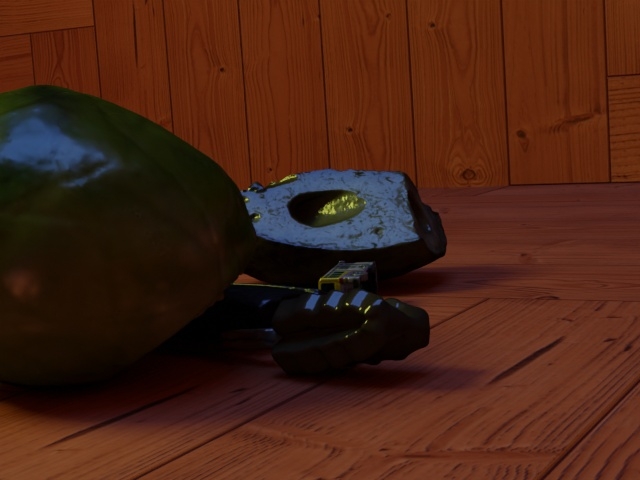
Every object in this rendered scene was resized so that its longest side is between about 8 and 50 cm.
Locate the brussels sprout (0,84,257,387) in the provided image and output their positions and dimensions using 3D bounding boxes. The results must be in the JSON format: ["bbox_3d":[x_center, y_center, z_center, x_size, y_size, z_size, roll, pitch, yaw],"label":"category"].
[{"bbox_3d":[-0.225,0.003,1.068,0.344,0.268,0.344,18,2,-1],"label":"brussels sprout"}]

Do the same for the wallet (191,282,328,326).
[{"bbox_3d":[-0.144,0.065,1.260,0.321,0.044,0.170,2,-2,31],"label":"wallet"}]

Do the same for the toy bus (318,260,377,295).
[{"bbox_3d":[0.032,0.055,1.314,0.058,0.052,0.102,-1,9,13],"label":"toy bus"}]

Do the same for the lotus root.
[{"bbox_3d":[0.000,0.004,1.486,0.314,0.142,0.210,-7,-31,9],"label":"lotus root"}]

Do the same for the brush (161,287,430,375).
[{"bbox_3d":[-0.038,0.091,1.063,0.301,0.071,0.084,-9,-15,41],"label":"brush"}]
